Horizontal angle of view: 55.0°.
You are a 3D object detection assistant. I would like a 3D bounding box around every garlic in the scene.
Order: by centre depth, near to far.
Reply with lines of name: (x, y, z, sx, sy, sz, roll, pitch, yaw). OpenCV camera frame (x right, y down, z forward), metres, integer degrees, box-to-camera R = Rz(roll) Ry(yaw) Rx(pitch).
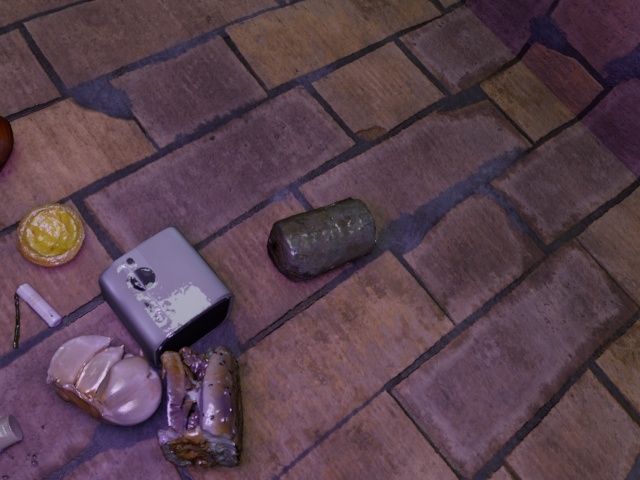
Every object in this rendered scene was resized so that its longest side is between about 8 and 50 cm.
garlic: (-0.521, 0.355, 1.544, 0.281, 0.185, 0.203, 18, 51, 20)

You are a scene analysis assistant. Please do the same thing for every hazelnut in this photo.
hazelnut: (-0.973, -0.280, 1.755, 0.210, 0.210, 0.186, 15, 39, -5)

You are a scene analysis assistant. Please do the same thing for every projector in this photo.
projector: (-0.404, 0.150, 1.621, 0.248, 0.248, 0.249, -36, 77, -25)

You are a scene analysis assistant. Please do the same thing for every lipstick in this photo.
lipstick: (-0.754, 0.175, 1.649, 0.141, 0.040, 0.040, 42, 63, 8)

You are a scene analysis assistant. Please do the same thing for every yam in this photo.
yam: (0.000, 0.000, 1.823, 0.300, 0.195, 0.195, -19, 70, -21)

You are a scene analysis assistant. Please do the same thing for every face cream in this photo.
face cream: (-0.836, 0.503, 1.464, 0.224, 0.070, 0.114, -26, 72, -13)

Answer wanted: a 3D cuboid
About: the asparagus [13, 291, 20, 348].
asparagus: (-0.808, 0.208, 1.634, 0.016, 0.016, 0.163, -12, 67, 3)

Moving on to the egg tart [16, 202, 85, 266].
egg tart: (-0.752, -0.009, 1.719, 0.191, 0.074, 0.191, 5, 65, -11)

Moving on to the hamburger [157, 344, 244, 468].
hamburger: (-0.289, 0.399, 1.494, 0.195, 0.318, 0.277, -2, 59, -4)
